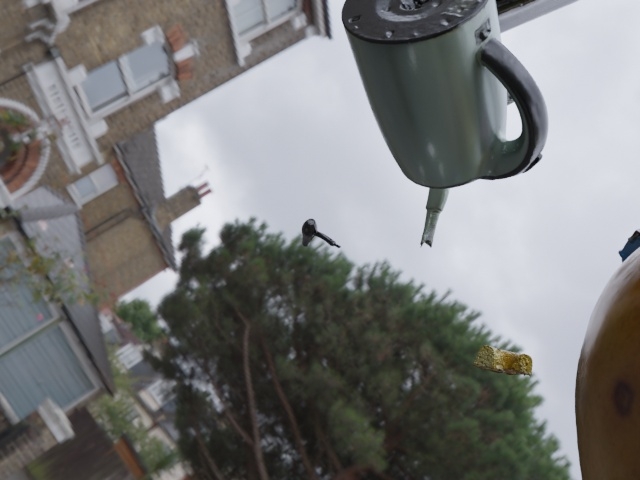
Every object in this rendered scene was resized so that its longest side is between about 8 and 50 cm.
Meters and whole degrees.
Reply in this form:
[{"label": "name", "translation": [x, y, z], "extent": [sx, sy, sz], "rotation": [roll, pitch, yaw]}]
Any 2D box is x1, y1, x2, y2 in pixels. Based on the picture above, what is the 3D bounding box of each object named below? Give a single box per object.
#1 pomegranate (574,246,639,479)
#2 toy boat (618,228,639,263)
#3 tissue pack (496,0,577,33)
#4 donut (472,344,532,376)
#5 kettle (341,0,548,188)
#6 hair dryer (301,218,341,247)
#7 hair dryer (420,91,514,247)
[{"label": "pomegranate", "translation": [0.379, 0.143, 0.532], "extent": [0.417, 0.417, 0.416], "rotation": [44, -25, 26]}, {"label": "toy boat", "translation": [0.603, 0.025, 1.337], "extent": [0.100, 0.223, 0.097], "rotation": [44, -48, 50]}, {"label": "tissue pack", "translation": [0.413, -0.508, 1.315], "extent": [0.210, 0.370, 0.198], "rotation": [4, 69, -64]}, {"label": "donut", "translation": [0.290, 0.189, 1.233], "extent": [0.067, 0.037, 0.083], "rotation": [21, -15, -24]}, {"label": "kettle", "translation": [0.151, -0.168, 0.885], "extent": [0.221, 0.161, 0.236], "rotation": [23, -31, 36]}, {"label": "hair dryer", "translation": [0.000, 0.000, 1.481], "extent": [0.083, 0.031, 0.079], "rotation": [33, -30, 13]}, {"label": "hair dryer", "translation": [0.228, -0.145, 1.238], "extent": [0.229, 0.092, 0.267], "rotation": [-43, -142, 50]}]
